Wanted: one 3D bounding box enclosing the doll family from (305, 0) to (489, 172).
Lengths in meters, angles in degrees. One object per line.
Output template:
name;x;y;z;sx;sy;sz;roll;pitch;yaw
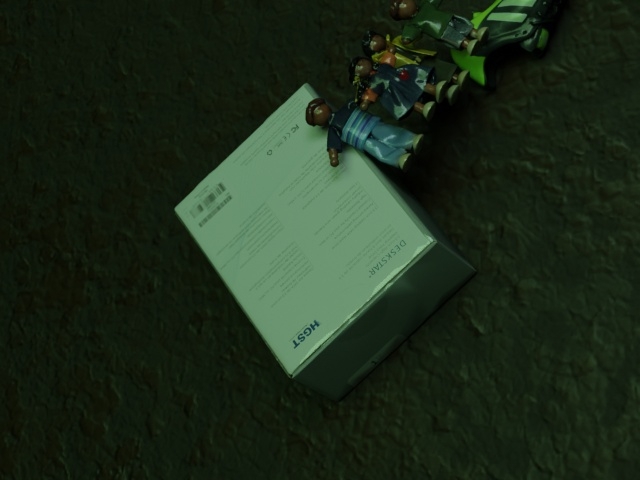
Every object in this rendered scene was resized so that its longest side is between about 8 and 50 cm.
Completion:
doll family;0.064;-0.145;1.572;0.111;0.076;0.193;27;56;16

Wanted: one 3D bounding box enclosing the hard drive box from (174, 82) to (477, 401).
hard drive box;0.000;0.000;1.605;0.181;0.089;0.232;-43;54;10

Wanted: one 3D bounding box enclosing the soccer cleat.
soccer cleat;0.197;-0.215;1.598;0.179;0.060;0.072;-45;64;16
